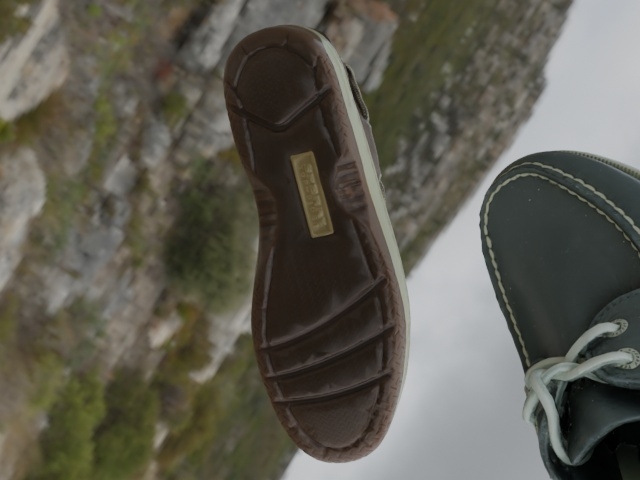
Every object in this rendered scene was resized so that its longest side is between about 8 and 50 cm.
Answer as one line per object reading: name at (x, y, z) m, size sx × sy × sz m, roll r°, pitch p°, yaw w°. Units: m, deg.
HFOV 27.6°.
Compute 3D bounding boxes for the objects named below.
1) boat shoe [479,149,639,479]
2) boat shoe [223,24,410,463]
boat shoe at (0.145, 0.070, 0.568) m, size 0.116 × 0.099 × 0.319 m, roll -52°, pitch -133°, yaw 30°
boat shoe at (0.008, -0.001, 0.780) m, size 0.095 × 0.095 × 0.258 m, roll -38°, pitch 123°, yaw -74°
